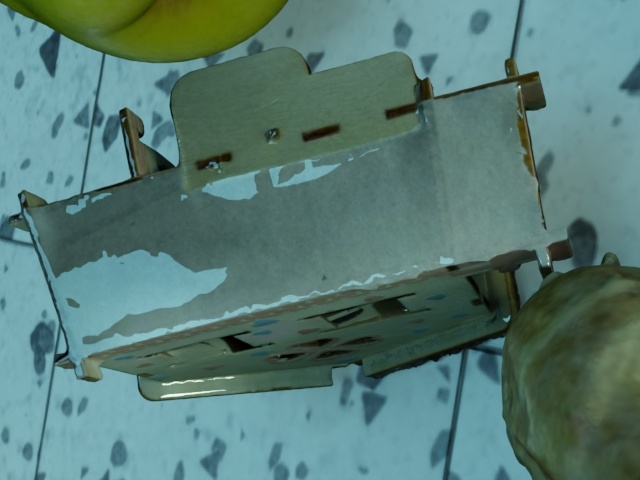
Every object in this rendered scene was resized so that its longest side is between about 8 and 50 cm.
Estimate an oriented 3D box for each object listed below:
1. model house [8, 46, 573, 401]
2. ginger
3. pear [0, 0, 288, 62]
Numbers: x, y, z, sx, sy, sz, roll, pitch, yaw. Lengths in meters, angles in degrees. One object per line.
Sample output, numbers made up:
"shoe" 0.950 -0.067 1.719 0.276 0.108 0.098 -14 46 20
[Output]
"model house" 0.000 0.000 0.847 0.326 0.244 0.169 -15 71 11
"ginger" 0.158 0.167 0.659 0.244 0.155 0.304 -142 59 -78
"pear" -0.156 -0.330 0.965 0.362 0.362 0.418 -41 61 34
